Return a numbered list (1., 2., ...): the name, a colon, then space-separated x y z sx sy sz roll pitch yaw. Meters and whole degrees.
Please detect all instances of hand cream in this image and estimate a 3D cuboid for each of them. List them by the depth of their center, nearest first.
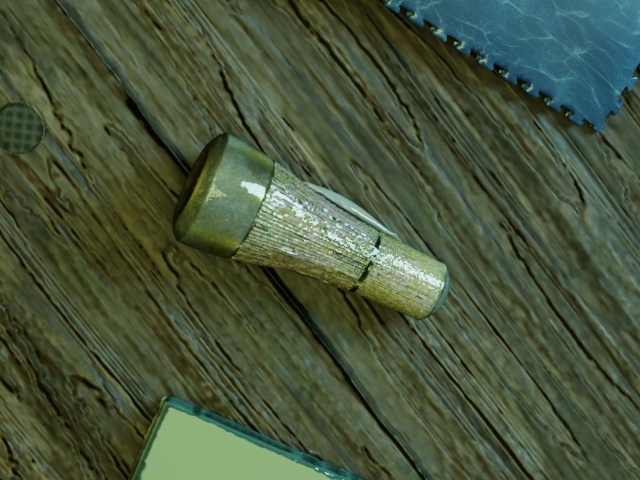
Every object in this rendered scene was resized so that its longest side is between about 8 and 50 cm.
1. hand cream: 0.000 0.000 1.157 0.203 0.084 0.084 24 94 -11

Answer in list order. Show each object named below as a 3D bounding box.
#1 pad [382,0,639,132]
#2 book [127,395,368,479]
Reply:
1. pad: 0.160 -0.249 1.150 0.269 0.012 0.269 27 94 -16
2. book: 0.004 0.305 1.210 0.379 0.031 0.264 25 93 -6
